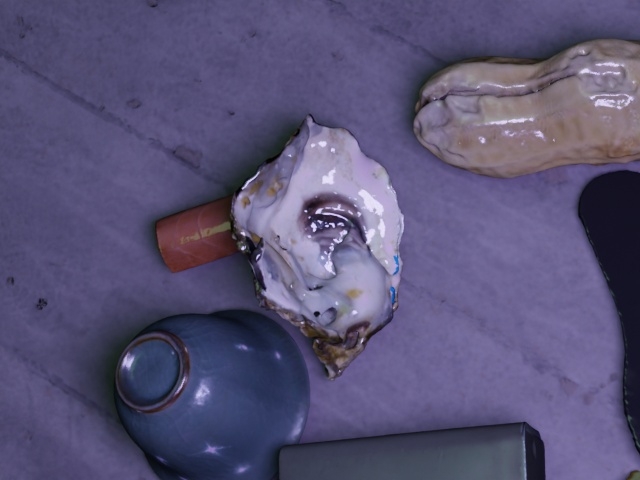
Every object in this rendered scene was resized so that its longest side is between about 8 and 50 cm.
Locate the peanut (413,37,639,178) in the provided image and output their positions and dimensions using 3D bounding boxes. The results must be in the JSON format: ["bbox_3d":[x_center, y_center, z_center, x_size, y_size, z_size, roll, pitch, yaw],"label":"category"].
[{"bbox_3d":[0.234,-0.130,1.478,0.290,0.130,0.130,-7,75,15],"label":"peanut"}]

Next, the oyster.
[{"bbox_3d":[0.000,0.000,1.502,0.083,0.214,0.223,-11,41,52],"label":"oyster"}]

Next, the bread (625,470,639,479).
[{"bbox_3d":[0.296,0.302,1.414,0.074,0.084,0.139,21,113,18],"label":"bread"}]

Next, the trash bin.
[{"bbox_3d":[0.090,0.262,1.422,0.240,0.122,0.164,-5,75,16],"label":"trash bin"}]

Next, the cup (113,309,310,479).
[{"bbox_3d":[-0.128,0.145,1.469,0.199,0.150,0.199,-8,69,23],"label":"cup"}]

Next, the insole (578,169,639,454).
[{"bbox_3d":[0.329,0.090,1.441,0.119,0.009,0.348,-14,69,-2],"label":"insole"}]

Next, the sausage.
[{"bbox_3d":[-0.085,-0.018,1.567,0.169,0.065,0.065,-18,73,9],"label":"sausage"}]
